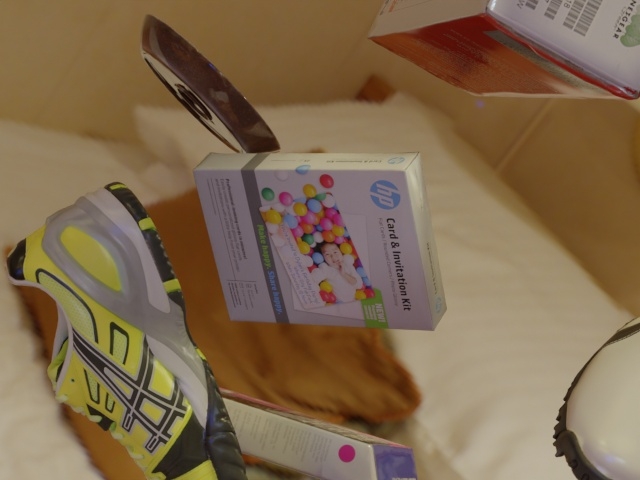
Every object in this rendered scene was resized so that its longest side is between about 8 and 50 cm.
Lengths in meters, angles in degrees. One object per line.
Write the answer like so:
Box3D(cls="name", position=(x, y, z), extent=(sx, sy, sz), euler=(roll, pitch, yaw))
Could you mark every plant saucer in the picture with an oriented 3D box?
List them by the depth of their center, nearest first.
Box3D(cls="plant saucer", position=(-0.104, -0.130, 1.311), extent=(0.168, 0.029, 0.168), euler=(44, -5, 5))

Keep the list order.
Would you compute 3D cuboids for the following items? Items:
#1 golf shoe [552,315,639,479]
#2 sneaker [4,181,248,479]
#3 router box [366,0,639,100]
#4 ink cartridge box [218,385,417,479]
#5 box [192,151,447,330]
Box3D(cls="golf shoe", position=(0.182, 0.037, 0.632), extent=(0.198, 0.094, 0.077), euler=(-33, 69, -22))
Box3D(cls="sneaker", position=(-0.180, 0.141, 1.436), extent=(0.385, 0.147, 0.145), euler=(69, -12, -10))
Box3D(cls="router box", position=(0.157, -0.240, 0.770), extent=(0.082, 0.335, 0.301), euler=(27, 2, -10))
Box3D(cls="ink cartridge box", position=(-0.013, 0.245, 1.771), extent=(0.371, 0.069, 0.176), euler=(18, -3, 21))
Box3D(cls="box", position=(0.000, 0.000, 1.192), extent=(0.186, 0.145, 0.038), euler=(1, 30, 24))
